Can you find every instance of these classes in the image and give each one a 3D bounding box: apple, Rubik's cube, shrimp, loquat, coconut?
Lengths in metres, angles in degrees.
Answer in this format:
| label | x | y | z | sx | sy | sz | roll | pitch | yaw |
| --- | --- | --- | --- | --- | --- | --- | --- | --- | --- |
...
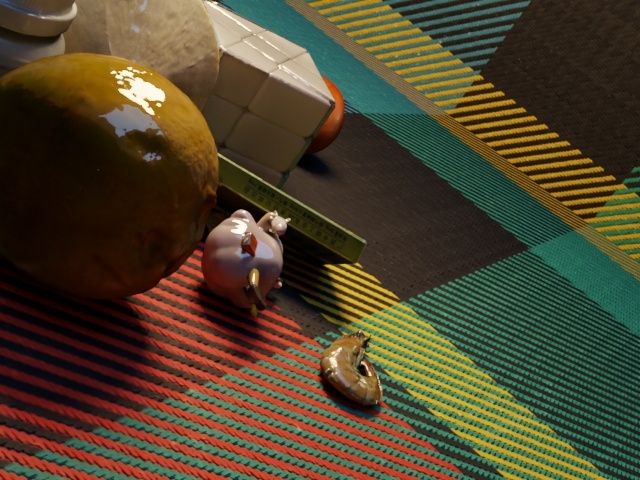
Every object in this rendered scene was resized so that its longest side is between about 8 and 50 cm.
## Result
| label | x | y | z | sx | sy | sz | roll | pitch | yaw |
| --- | --- | --- | --- | --- | --- | --- | --- | --- | --- |
| apple | -0.031 | -0.249 | 2.107 | 0.163 | 0.163 | 0.139 | 40 | 39 | 14 |
| Rubik's cube | -0.143 | -0.226 | 1.781 | 0.221 | 0.224 | 0.231 | 22 | 24 | -28 |
| shrimp | 0.051 | 0.168 | 1.464 | 0.099 | 0.041 | 0.180 | 36 | 19 | 0 |
| loquat | -0.257 | -0.075 | 1.224 | 0.284 | 0.276 | 0.276 | 20 | 14 | 21 |
| coconut | -0.296 | -0.265 | 1.549 | 0.329 | 0.329 | 0.329 | 30 | 20 | -12 |

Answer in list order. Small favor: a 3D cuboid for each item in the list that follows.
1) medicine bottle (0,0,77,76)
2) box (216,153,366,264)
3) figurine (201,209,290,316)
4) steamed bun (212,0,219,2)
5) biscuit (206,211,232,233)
| label | x | y | z | sx | sy | sz | roll | pitch | yaw |
| --- | --- | --- | --- | --- | --- | --- | --- | --- | --- |
| medicine bottle | -0.428 | -0.272 | 1.314 | 0.245 | 0.306 | 0.245 | 30 | 20 | -12 |
| box | -0.093 | -0.054 | 1.622 | 0.311 | 0.043 | 0.173 | 31 | -11 | -15 |
| figurine | -0.098 | 0.023 | 1.457 | 0.112 | 0.137 | 0.229 | 5 | 13 | 11 |
| steamed bun | -0.328 | -0.517 | 2.003 | 0.255 | 0.342 | 0.368 | 24 | 7 | -28 |
| biscuit | -0.121 | -0.004 | 1.620 | 0.120 | 0.015 | 0.120 | 30 | 21 | -13 |
